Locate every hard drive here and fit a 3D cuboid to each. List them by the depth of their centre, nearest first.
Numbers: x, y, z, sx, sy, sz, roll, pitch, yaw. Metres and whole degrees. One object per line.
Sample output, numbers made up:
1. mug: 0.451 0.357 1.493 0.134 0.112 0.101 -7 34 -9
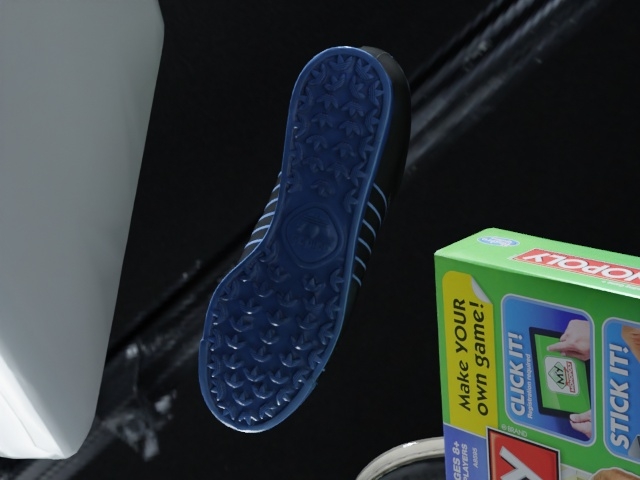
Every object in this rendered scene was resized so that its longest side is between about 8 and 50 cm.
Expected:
1. hard drive: -0.101 -0.101 0.309 0.040 0.203 0.307 0 -35 6

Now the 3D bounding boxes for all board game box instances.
1. board game box: 0.150 0.166 0.499 0.046 0.213 0.317 -21 -67 -41

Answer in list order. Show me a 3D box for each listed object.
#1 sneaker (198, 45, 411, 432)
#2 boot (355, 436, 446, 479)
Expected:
1. sneaker: 0.000 0.000 0.693 0.081 0.090 0.232 24 -78 15
2. boot: 0.210 0.342 1.031 0.377 0.284 0.138 24 -54 -21
